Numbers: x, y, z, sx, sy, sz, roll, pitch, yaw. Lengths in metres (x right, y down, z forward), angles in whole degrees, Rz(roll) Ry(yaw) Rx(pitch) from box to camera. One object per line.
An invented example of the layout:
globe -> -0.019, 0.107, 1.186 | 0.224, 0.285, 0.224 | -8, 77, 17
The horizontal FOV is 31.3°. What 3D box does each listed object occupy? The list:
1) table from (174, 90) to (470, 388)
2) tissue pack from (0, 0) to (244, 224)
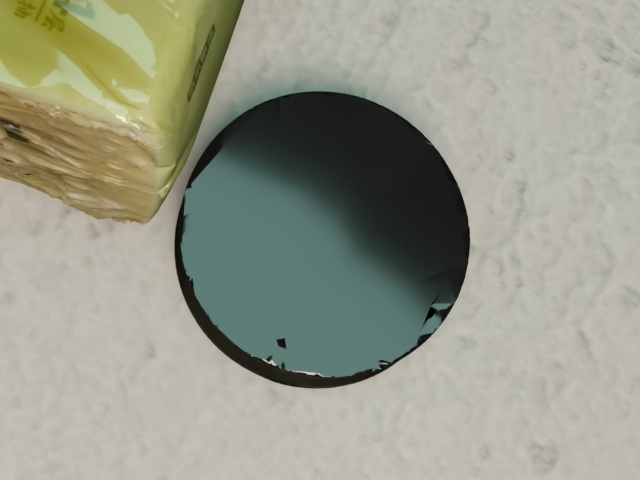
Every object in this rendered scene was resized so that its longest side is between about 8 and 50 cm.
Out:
table -> 0.000, 0.000, 0.529 | 0.133, 0.043, 0.133 | 2, 78, -9
tissue pack -> -0.085, -0.140, 0.484 | 0.125, 0.159, 0.234 | 19, 76, -5
